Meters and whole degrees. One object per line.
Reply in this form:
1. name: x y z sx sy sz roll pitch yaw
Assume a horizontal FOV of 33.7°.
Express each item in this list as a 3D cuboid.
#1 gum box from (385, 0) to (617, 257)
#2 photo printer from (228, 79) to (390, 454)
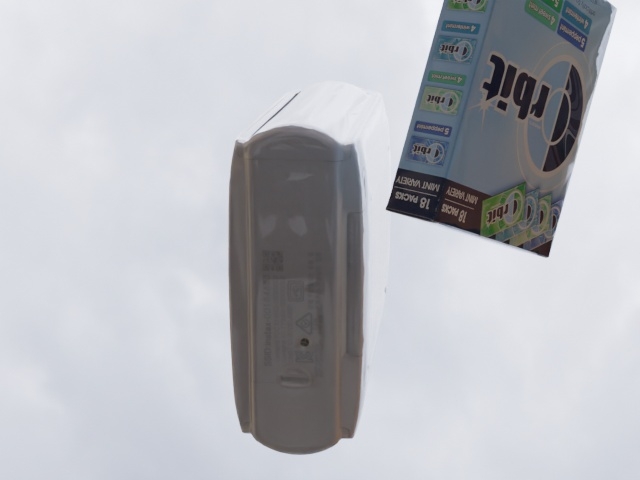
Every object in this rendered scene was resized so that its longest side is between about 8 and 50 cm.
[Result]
1. gum box: 0.124 -0.091 0.694 0.041 0.184 0.157 15 1 38
2. photo printer: 0.000 0.000 0.902 0.107 0.307 0.256 2 -73 7
